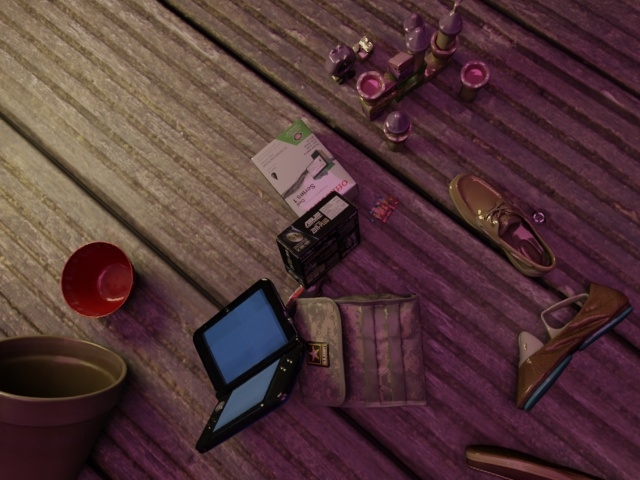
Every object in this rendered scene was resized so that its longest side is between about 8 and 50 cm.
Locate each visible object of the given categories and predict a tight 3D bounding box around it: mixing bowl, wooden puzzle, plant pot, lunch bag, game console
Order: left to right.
[{"bbox_3d":[-0.616,0.399,1.174,0.322,0.323,0.281,14,98,9],"label":"plant pot"},{"bbox_3d":[-0.523,0.099,1.296,0.181,0.098,0.182,-1,80,6],"label":"mixing bowl"},{"bbox_3d":[-0.186,0.267,1.144,0.173,0.250,0.293,45,118,-11],"label":"game console"},{"bbox_3d":[0.079,0.236,1.165,0.286,0.169,0.236,-4,87,7],"label":"lunch bag"},{"bbox_3d":[0.151,-0.076,1.295,0.049,0.006,0.083,34,86,11],"label":"wooden puzzle"}]

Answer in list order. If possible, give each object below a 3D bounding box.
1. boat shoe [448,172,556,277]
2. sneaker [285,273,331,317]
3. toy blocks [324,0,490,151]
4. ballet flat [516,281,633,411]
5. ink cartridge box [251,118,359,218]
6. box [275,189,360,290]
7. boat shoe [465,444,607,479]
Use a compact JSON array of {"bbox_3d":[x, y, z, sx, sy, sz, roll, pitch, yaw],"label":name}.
[{"bbox_3d":[0.418,-0.045,1.212,0.109,0.098,0.302,-39,78,-1],"label":"boat shoe"},{"bbox_3d":[-0.032,0.137,1.255,0.064,0.061,0.158,38,87,5],"label":"sneaker"},{"bbox_3d":[0.192,-0.416,1.219,0.288,0.260,0.309,-35,79,0],"label":"toy blocks"},{"bbox_3d":[0.519,0.216,1.160,0.342,0.116,0.124,-43,58,-2],"label":"ballet flat"},{"bbox_3d":[-0.034,-0.155,1.286,0.160,0.092,0.219,-40,78,-1],"label":"ink cartridge box"},{"bbox_3d":[0.000,0.000,1.200,0.180,0.147,0.077,-41,60,-17],"label":"box"},{"bbox_3d":[0.464,0.525,1.103,0.341,0.123,0.123,16,81,3],"label":"boat shoe"}]
